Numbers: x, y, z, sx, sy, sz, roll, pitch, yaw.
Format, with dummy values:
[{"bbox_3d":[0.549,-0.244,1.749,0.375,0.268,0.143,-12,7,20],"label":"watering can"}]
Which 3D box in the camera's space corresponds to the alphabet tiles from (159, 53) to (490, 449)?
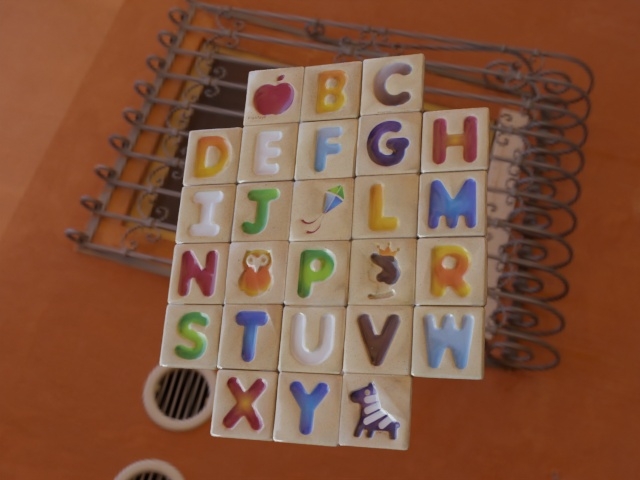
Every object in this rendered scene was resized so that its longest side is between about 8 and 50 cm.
[{"bbox_3d":[0.000,0.000,0.640,0.011,0.285,0.342,40,-128,-65],"label":"alphabet tiles"}]
